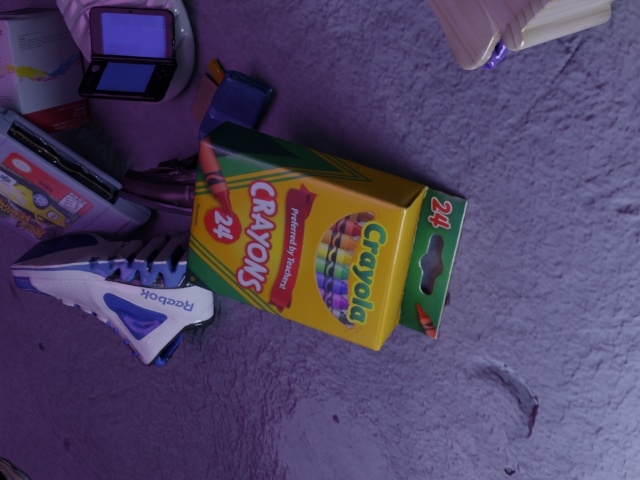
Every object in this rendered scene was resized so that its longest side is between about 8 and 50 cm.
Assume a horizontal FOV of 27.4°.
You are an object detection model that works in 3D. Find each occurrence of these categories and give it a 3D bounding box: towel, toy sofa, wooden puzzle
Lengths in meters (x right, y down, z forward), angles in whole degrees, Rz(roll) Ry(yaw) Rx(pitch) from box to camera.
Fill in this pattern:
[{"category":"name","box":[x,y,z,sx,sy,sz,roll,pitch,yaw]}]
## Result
[{"category":"towel","box":[-0.112,-0.167,1.711,0.067,0.029,0.119,26,133,-6]},{"category":"toy sofa","box":[0.154,-0.359,1.306,0.362,0.150,0.177,58,140,11]},{"category":"wooden puzzle","box":[-0.144,-0.180,1.767,0.078,0.014,0.116,52,134,24]}]

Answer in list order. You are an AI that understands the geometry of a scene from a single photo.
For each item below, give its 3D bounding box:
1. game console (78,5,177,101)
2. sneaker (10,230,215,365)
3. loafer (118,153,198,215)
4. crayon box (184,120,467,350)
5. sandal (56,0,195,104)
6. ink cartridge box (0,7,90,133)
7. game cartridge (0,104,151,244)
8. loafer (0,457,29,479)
[{"category":"game console","box":[-0.257,-0.245,1.729,0.122,0.107,0.071,5,142,15]},{"category":"sneaker","box":[-0.284,0.091,1.884,0.316,0.127,0.182,0,113,20]},{"category":"loafer","box":[-0.140,-0.074,1.754,0.303,0.109,0.095,12,95,35]},{"category":"crayon box","box":[0.000,0.000,1.576,0.319,0.081,0.202,18,120,17]},{"category":"sandal","box":[-0.297,-0.379,1.780,0.169,0.102,0.416,-30,100,28]},{"category":"ink cartridge box","box":[-0.438,-0.251,1.945,0.128,0.127,0.176,11,113,41]},{"category":"game cartridge","box":[-0.415,-0.076,1.927,0.294,0.060,0.196,35,144,-19]},{"category":"loafer","box":[-0.581,0.433,2.407,0.125,0.039,0.045,16,117,40]}]
